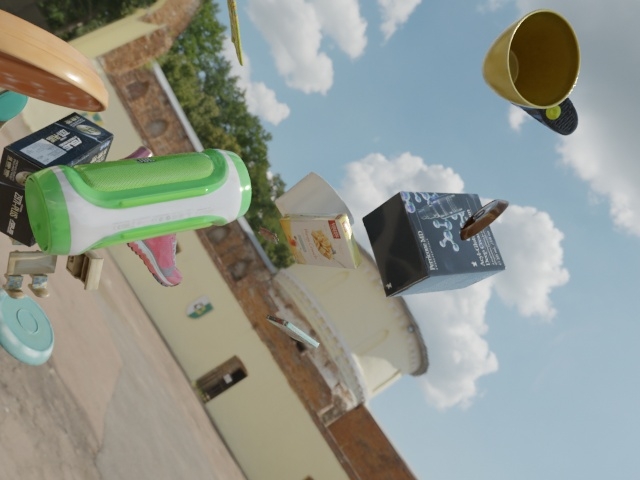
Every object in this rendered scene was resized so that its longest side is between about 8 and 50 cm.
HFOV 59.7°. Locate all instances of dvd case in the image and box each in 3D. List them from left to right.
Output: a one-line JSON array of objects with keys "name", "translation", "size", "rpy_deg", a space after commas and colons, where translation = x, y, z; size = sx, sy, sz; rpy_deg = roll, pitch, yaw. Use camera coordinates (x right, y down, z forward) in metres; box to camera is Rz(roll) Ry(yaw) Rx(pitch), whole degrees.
[{"name": "dvd case", "translation": [-0.062, 0.193, 1.194], "size": [0.087, 0.013, 0.119], "rpy_deg": [39, -17, -22]}]

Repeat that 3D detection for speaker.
[{"name": "speaker", "translation": [-0.254, -0.062, 0.814], "size": [0.131, 0.297, 0.131], "rpy_deg": [20, -63, 47]}]

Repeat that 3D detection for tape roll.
[{"name": "tape roll", "translation": [-0.021, -0.097, 1.975], "size": [0.246, 0.169, 0.246], "rpy_deg": [48, -9, 10]}]

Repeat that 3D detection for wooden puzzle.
[{"name": "wooden puzzle", "translation": [-0.146, -0.014, 1.572], "size": [0.083, 0.006, 0.049], "rpy_deg": [22, -29, 35]}]

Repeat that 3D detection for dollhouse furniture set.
[{"name": "dollhouse furniture set", "translation": [-0.835, 0.078, 1.740], "size": [0.161, 0.242, 0.212], "rpy_deg": [28, -72, 39]}]

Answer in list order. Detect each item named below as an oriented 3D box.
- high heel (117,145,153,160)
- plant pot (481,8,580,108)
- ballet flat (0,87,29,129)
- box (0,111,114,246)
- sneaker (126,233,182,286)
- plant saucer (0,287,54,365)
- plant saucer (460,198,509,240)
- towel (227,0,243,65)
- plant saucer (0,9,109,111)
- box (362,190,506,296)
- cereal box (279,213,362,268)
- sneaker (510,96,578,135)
[{"name": "high heel", "translation": [-0.576, -0.097, 1.706], "size": [0.127, 0.181, 0.377], "rpy_deg": [17, -46, 15]}, {"name": "plant pot", "translation": [0.293, -0.258, 0.819], "size": [0.134, 0.134, 0.095], "rpy_deg": [64, -18, -18]}, {"name": "ballet flat", "translation": [-0.775, -0.301, 1.307], "size": [0.086, 0.248, 0.086], "rpy_deg": [44, 23, -24]}, {"name": "box", "translation": [-0.422, -0.100, 0.881], "size": [0.078, 0.147, 0.180], "rpy_deg": [30, 29, -6]}, {"name": "sneaker", "translation": [-0.467, 0.019, 1.644], "size": [0.116, 0.136, 0.313], "rpy_deg": [51, -10, 44]}, {"name": "plant saucer", "translation": [-1.067, 0.300, 2.008], "size": [0.317, 0.044, 0.317], "rpy_deg": [59, 3, -4]}, {"name": "plant saucer", "translation": [0.456, -0.064, 1.575], "size": [0.029, 0.168, 0.168], "rpy_deg": [48, -15, -2]}, {"name": "towel", "translation": [-0.224, -0.565, 1.421], "size": [0.237, 0.021, 0.102], "rpy_deg": [94, -17, -63]}, {"name": "plant saucer", "translation": [-0.292, -0.172, 0.509], "size": [0.200, 0.037, 0.200], "rpy_deg": [17, -3, 1]}, {"name": "box", "translation": [0.384, 0.010, 1.887], "size": [0.212, 0.396, 0.293], "rpy_deg": [-37, -117, 48]}, {"name": "cereal box", "translation": [0.000, 0.000, 1.712], "size": [0.240, 0.047, 0.172], "rpy_deg": [2, -57, 41]}, {"name": "sneaker", "translation": [0.447, -0.297, 1.168], "size": [0.209, 0.069, 0.082], "rpy_deg": [35, 8, -7]}]
